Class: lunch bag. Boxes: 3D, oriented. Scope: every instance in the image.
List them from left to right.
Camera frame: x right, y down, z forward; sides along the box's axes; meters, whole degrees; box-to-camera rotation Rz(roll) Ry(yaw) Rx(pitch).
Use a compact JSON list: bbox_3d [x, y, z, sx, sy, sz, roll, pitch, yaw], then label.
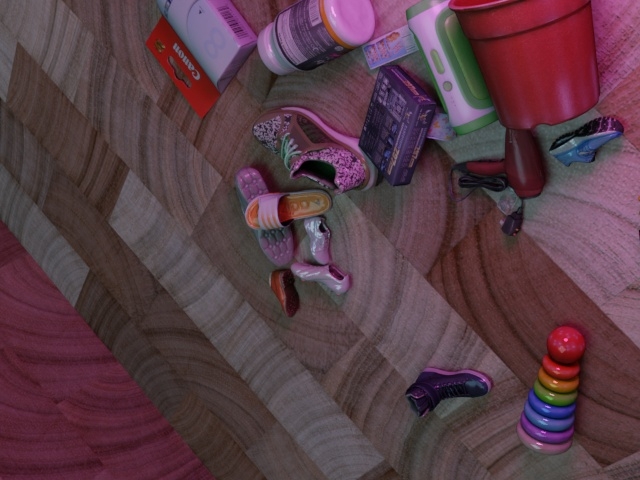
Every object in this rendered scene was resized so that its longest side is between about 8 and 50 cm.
[{"bbox_3d":[0.282,-0.276,1.750,0.083,0.053,0.071,12,125,6],"label":"lunch bag"}]

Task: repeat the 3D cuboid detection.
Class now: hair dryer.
[{"bbox_3d":[0.403,-0.160,1.693,0.223,0.080,0.294,37,133,20],"label":"hair dryer"}]

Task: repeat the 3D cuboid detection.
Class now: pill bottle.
[{"bbox_3d":[-0.016,-0.507,1.801,0.278,0.162,0.162,-13,105,45],"label":"pill bottle"}]

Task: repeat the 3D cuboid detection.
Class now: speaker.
[{"bbox_3d":[0.294,-0.387,1.622,0.131,0.131,0.297,-16,103,45],"label":"speaker"}]

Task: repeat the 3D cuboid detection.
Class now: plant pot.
[{"bbox_3d":[0.416,-0.374,1.443,0.272,0.272,0.265,0,121,41],"label":"plant pot"}]

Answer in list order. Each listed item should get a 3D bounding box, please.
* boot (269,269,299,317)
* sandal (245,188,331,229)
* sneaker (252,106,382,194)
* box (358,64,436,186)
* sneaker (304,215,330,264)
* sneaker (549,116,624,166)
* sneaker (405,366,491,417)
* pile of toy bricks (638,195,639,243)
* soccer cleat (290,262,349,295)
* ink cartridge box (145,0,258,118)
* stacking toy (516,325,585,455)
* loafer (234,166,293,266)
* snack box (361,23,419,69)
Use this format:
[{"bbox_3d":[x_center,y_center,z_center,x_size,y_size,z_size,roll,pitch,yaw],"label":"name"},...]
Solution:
[{"bbox_3d":[-0.119,0.167,2.364,0.084,0.059,0.158,3,107,44],"label":"boot"},{"bbox_3d":[-0.101,-0.089,2.112,0.265,0.076,0.102,-13,106,18],"label":"sandal"},{"bbox_3d":[-0.043,-0.233,1.968,0.410,0.182,0.158,26,129,29],"label":"sneaker"},{"bbox_3d":[0.180,-0.275,1.787,0.183,0.059,0.233,57,145,41],"label":"box"},{"bbox_3d":[0.000,0.000,2.160,0.061,0.053,0.152,-4,110,40],"label":"sneaker"},{"bbox_3d":[0.564,-0.202,1.555,0.073,0.063,0.162,47,143,-16],"label":"sneaker"},{"bbox_3d":[0.339,0.422,2.030,0.226,0.163,0.086,-5,109,41],"label":"sneaker"},{"bbox_3d":[0.715,-0.004,1.507,0.105,0.118,0.212,-7,102,9],"label":"pile of toy bricks"},{"bbox_3d":[0.002,0.097,2.210,0.196,0.068,0.076,23,122,22],"label":"soccer cleat"},{"bbox_3d":[-0.376,-0.565,2.135,0.308,0.091,0.385,53,135,4],"label":"ink cartridge box"},{"bbox_3d":[0.575,0.355,1.821,0.141,0.141,0.331,20,119,32],"label":"stacking toy"},{"bbox_3d":[-0.169,-0.074,2.242,0.111,0.112,0.320,-144,32,-73],"label":"loafer"},{"bbox_3d":[0.177,-0.462,1.757,0.178,0.022,0.064,-12,106,44],"label":"snack box"}]
